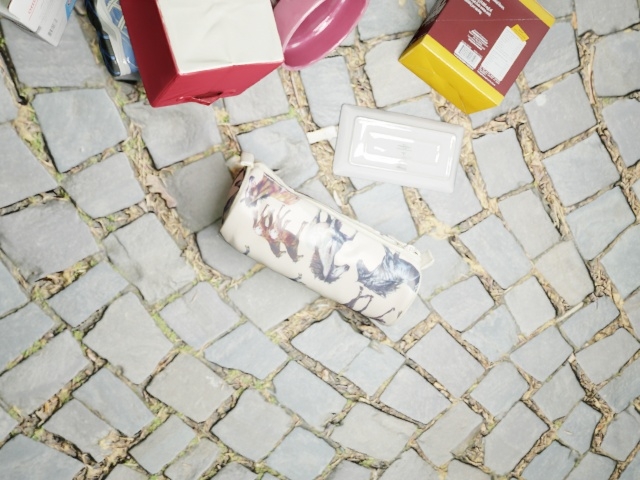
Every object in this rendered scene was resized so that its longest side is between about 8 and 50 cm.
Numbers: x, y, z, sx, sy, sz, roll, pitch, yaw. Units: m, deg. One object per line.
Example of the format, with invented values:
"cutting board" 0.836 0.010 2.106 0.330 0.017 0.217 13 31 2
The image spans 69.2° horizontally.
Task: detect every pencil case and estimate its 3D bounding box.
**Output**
"pencil case" 0.000 0.000 0.879 0.410 0.160 0.183 29 108 -12

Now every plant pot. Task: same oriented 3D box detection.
"plant pot" -0.044 -0.435 0.812 0.201 0.201 0.180 -38 86 -3

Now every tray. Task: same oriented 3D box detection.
"tray" 0.166 -0.187 0.952 0.270 0.030 0.145 8 97 -11

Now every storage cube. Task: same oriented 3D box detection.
"storage cube" -0.196 -0.343 0.760 0.183 0.193 0.215 -19 100 -29

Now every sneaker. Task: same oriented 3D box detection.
"sneaker" -0.360 -0.398 0.820 0.081 0.080 0.211 -19 101 -30

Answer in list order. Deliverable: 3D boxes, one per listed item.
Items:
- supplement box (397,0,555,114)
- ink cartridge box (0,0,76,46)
"supplement box" 0.295 -0.387 0.897 0.191 0.129 0.194 33 91 -12
"ink cartridge box" -0.464 -0.394 0.739 0.060 0.180 0.104 24 92 -12
